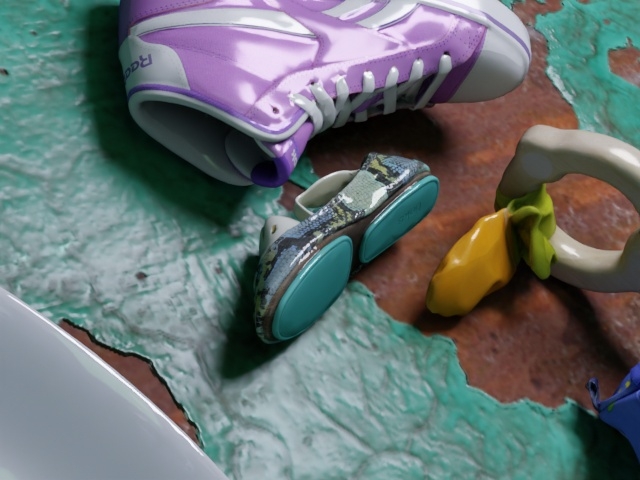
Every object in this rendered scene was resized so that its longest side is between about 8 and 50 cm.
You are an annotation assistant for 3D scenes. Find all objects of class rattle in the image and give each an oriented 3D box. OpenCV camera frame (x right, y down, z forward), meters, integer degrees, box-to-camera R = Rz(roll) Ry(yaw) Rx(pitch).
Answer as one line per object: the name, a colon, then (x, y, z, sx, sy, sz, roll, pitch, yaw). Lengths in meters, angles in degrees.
rattle: (0.191, 0.020, 1.012, 0.199, 0.130, 0.143, 31, 34, 10)

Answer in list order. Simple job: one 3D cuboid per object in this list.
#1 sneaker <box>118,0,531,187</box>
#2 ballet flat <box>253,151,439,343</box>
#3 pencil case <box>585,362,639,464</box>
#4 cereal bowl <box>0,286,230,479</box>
sneaker: (0.007, -0.092, 1.026, 0.282, 0.102, 0.161, 6, 56, -15)
ballet flat: (0.000, 0.000, 0.977, 0.070, 0.070, 0.188, 46, 43, 7)
pencil case: (0.293, 0.181, 0.970, 0.133, 0.119, 0.306, -6, 59, -55)
cereal bowl: (-0.157, 0.138, 0.652, 0.339, 0.141, 0.339, 38, 9, -7)
